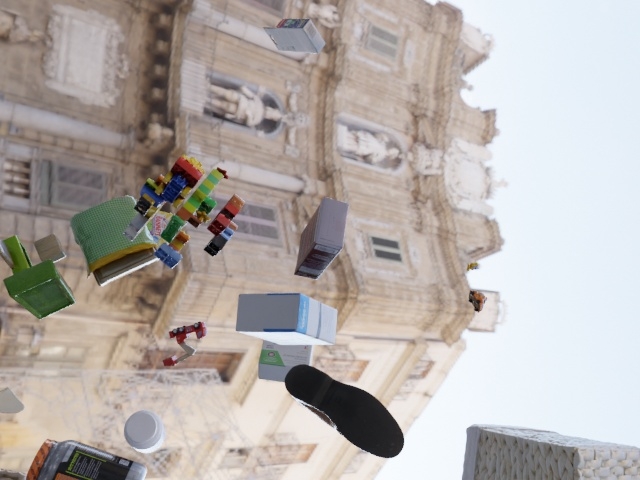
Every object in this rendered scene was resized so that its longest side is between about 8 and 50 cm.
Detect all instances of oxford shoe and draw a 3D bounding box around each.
[{"bbox_3d":[0.042,0.265,0.994,0.212,0.076,0.076,29,-113,31],"label":"oxford shoe"}]

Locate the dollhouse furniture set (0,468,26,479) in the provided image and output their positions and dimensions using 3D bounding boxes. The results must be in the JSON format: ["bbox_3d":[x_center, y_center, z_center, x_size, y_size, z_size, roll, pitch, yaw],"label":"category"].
[{"bbox_3d":[-0.872,0.595,1.353,0.256,0.393,0.362,-95,-162,-77],"label":"dollhouse furniture set"}]

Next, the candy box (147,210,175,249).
[{"bbox_3d":[-0.488,-0.024,1.897,0.206,0.105,0.027,-84,-168,-57],"label":"candy box"}]

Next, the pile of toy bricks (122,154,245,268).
[{"bbox_3d":[-0.154,-0.048,0.796,0.212,0.118,0.105,-34,-160,55],"label":"pile of toy bricks"}]

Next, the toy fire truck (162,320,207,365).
[{"bbox_3d":[-0.512,0.392,2.448,0.192,0.047,0.135,-16,-92,7],"label":"toy fire truck"}]

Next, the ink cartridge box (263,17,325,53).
[{"bbox_3d":[-0.051,-0.392,1.235,0.115,0.063,0.029,19,-111,42],"label":"ink cartridge box"}]

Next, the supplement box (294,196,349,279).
[{"bbox_3d":[0.000,0.000,1.693,0.239,0.073,0.130,127,-24,-62],"label":"supplement box"}]

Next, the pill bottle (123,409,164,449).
[{"bbox_3d":[-0.567,0.615,2.088,0.221,0.124,0.124,116,-29,-66],"label":"pill bottle"}]

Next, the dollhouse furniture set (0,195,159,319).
[{"bbox_3d":[-0.520,0.002,1.385,0.198,0.301,0.151,58,-16,23],"label":"dollhouse furniture set"}]

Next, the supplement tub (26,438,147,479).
[{"bbox_3d":[-0.701,0.720,1.937,0.193,0.315,0.194,-157,-90,-84],"label":"supplement tub"}]

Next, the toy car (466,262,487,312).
[{"bbox_3d":[0.396,0.116,1.611,0.060,0.040,0.122,-127,-152,-62],"label":"toy car"}]

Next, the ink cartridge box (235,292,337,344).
[{"bbox_3d":[-0.069,0.174,1.409,0.148,0.203,0.086,-4,-108,25],"label":"ink cartridge box"}]

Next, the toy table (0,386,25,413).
[{"bbox_3d":[-0.900,0.377,1.640,0.252,0.161,0.274,6,-50,54],"label":"toy table"}]

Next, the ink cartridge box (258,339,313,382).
[{"bbox_3d":[-0.097,0.322,1.978,0.212,0.154,0.093,-79,175,-49],"label":"ink cartridge box"}]

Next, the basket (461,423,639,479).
[{"bbox_3d":[0.495,0.573,1.360,0.266,0.331,0.329,-7,-108,48],"label":"basket"}]
